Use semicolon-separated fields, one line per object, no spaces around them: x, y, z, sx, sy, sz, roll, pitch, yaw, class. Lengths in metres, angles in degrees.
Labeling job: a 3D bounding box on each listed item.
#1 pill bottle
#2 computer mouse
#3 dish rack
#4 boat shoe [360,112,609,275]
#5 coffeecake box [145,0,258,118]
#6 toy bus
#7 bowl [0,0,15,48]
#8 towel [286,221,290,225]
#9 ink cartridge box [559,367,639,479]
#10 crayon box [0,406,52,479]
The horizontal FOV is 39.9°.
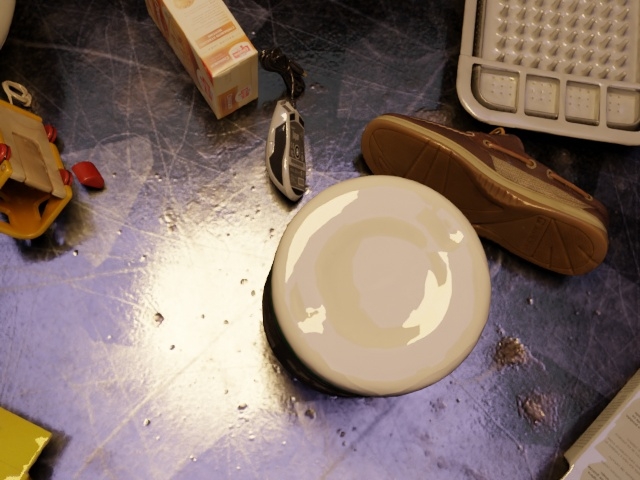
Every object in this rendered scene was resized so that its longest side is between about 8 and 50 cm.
0.040;0.067;0.953;0.204;0.361;0.204;1;80;-5;pill bottle
-0.050;-0.146;1.151;0.042;0.106;0.192;-2;83;20;computer mouse
0.333;-0.289;1.222;0.286;0.072;0.332;8;76;-2;dish rack
0.220;-0.081;1.152;0.342;0.123;0.123;25;46;7;boat shoe
-0.156;-0.270;1.140;0.068;0.142;0.185;-32;80;-11;coffeecake box
-0.388;-0.094;1.094;0.191;0.202;0.104;42;107;-1;toy bus
-0.487;-0.295;1.101;0.298;0.134;0.297;-4;79;21;bowl
0.000;0.000;1.154;0.060;0.009;0.083;-29;80;-10;towel
0.474;0.324;1.082;0.330;0.071;0.324;-44;84;-10;ink cartridge box
-0.465;0.319;0.978;0.202;0.081;0.318;27;63;3;crayon box
